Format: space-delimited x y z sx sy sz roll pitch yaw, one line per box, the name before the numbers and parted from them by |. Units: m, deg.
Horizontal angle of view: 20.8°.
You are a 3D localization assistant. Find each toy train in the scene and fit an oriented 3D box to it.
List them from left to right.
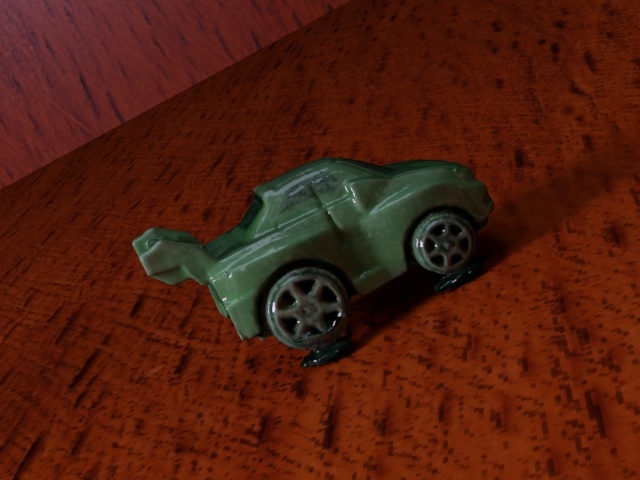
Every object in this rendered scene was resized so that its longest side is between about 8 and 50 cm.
toy train | 0.000 0.000 0.782 0.149 0.081 0.099 -30 10 -4
